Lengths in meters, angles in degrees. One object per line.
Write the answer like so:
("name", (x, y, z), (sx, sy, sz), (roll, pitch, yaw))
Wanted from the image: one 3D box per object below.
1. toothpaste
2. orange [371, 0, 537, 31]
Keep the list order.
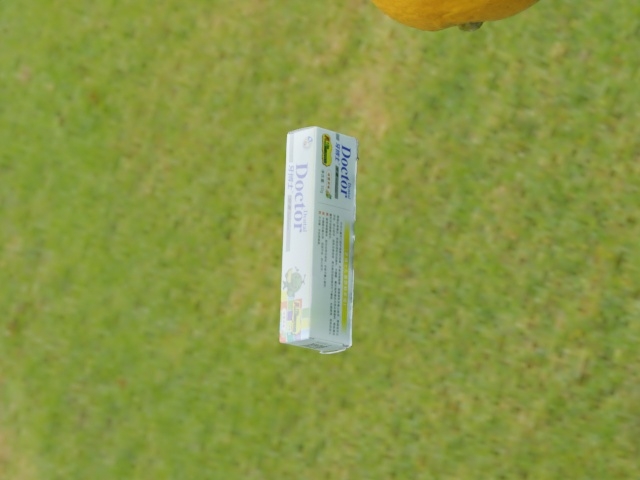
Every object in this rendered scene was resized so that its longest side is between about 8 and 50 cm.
("toothpaste", (0.000, 0.000, 1.278), (0.034, 0.046, 0.164), (-12, 71, 46))
("orange", (0.163, -0.402, 2.120), (0.312, 0.312, 0.312), (-21, 61, 44))
